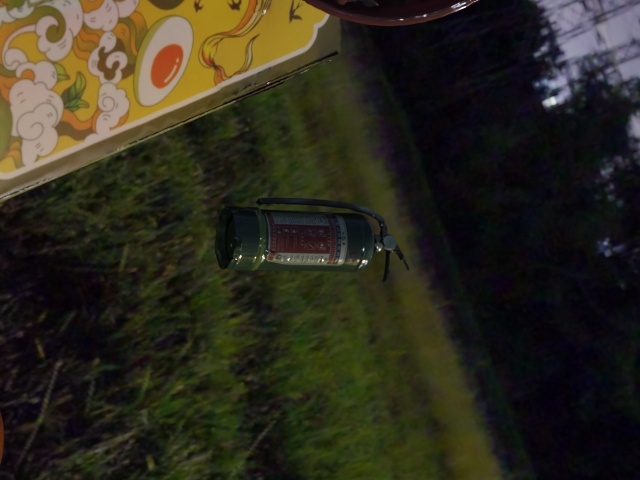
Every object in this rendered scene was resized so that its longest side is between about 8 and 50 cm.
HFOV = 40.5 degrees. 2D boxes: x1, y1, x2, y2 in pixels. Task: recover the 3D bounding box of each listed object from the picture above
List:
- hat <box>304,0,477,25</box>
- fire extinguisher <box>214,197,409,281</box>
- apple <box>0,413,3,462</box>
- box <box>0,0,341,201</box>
[{"bbox_3d":[0.043,-0.214,0.444,0.089,0.205,0.205,-86,153,-75],"label":"hat"},{"bbox_3d":[0.000,0.000,1.269,0.093,0.294,0.118,165,-75,-67],"label":"fire extinguisher"},{"bbox_3d":[-0.649,0.301,1.271,0.277,0.348,0.348,-118,-174,-85],"label":"apple"},{"bbox_3d":[-0.161,-0.262,0.629,0.138,0.420,0.373,32,-44,34],"label":"box"}]
